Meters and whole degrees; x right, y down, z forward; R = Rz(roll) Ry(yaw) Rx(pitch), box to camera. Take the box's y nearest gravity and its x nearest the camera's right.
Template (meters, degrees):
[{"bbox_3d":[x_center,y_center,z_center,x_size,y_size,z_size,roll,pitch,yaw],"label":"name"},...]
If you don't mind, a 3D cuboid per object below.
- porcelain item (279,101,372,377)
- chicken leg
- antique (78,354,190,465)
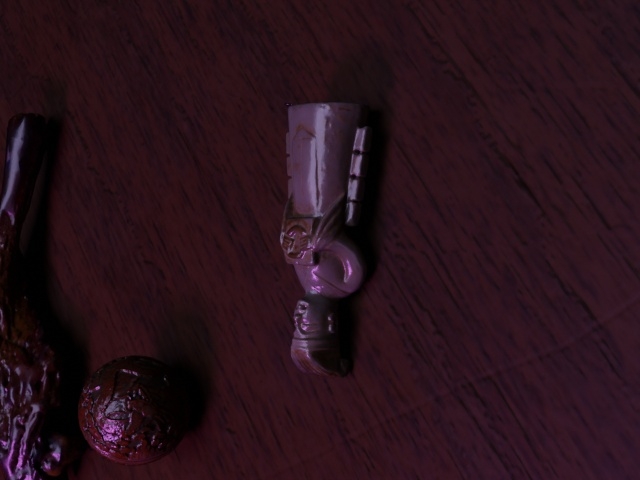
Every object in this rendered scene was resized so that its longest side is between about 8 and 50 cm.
[{"bbox_3d":[0.000,0.000,1.092,0.084,0.054,0.213,2,89,50],"label":"porcelain item"},{"bbox_3d":[-0.316,0.069,1.414,0.158,0.096,0.407,-15,73,42],"label":"chicken leg"},{"bbox_3d":[-0.163,0.149,1.227,0.104,0.104,0.104,-6,82,48],"label":"antique"}]
